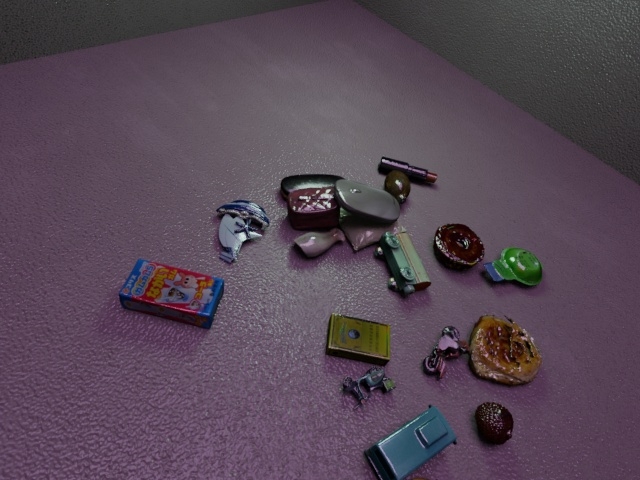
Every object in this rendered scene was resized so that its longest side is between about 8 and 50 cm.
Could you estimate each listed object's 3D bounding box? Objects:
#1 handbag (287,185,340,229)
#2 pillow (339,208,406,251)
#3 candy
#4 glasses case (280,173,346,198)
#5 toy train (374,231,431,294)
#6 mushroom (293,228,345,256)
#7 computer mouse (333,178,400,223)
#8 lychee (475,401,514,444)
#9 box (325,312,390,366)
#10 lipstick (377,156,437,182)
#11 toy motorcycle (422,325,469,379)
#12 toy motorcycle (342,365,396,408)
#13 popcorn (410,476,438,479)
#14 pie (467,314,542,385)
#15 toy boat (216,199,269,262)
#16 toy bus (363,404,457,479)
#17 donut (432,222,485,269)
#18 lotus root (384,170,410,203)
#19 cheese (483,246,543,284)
[{"bbox_3d":[-0.027,-0.138,1.790,0.225,0.135,0.146,-5,51,-1],"label":"handbag"},{"bbox_3d":[0.199,-0.102,1.883,0.274,0.076,0.281,-18,58,-24],"label":"pillow"},{"bbox_3d":[-0.499,0.179,1.455,0.305,0.100,0.157,14,50,-2],"label":"candy"},{"bbox_3d":[-0.022,-0.239,1.931,0.321,0.082,0.122,-3,54,-19],"label":"glasses case"},{"bbox_3d":[0.343,0.089,1.747,0.177,0.116,0.285,0,53,-29],"label":"toy train"},{"bbox_3d":[0.000,0.000,1.737,0.225,0.093,0.116,-18,37,-21],"label":"mushroom"},{"bbox_3d":[0.204,-0.171,1.785,0.330,0.095,0.197,10,44,-35],"label":"computer mouse"},{"bbox_3d":[0.566,0.590,1.393,0.123,0.123,0.129,5,23,-11],"label":"lychee"},{"bbox_3d":[0.133,0.348,1.509,0.220,0.064,0.141,12,50,-3],"label":"box"},{"bbox_3d":[0.435,-0.346,2.141,0.299,0.081,0.081,16,49,-1],"label":"lipstick"},{"bbox_3d":[0.457,0.406,1.535,0.118,0.084,0.212,37,60,14],"label":"toy motorcycle"},{"bbox_3d":[0.155,0.478,1.412,0.173,0.058,0.100,-13,62,-26],"label":"toy motorcycle"},{"bbox_3d":[0.299,0.740,1.183,0.167,0.148,0.152,26,71,20],"label":"popcorn"},{"bbox_3d":[0.689,0.407,1.592,0.308,0.085,0.308,8,50,-10],"label":"pie"},{"bbox_3d":[-0.306,-0.043,1.712,0.210,0.070,0.292,-5,57,-12],"label":"toy boat"},{"bbox_3d":[0.275,0.610,1.279,0.256,0.147,0.128,-20,61,-27],"label":"toy bus"},{"bbox_3d":[0.600,0.032,1.871,0.235,0.089,0.235,7,50,-8],"label":"donut"},{"bbox_3d":[0.365,-0.255,2.029,0.120,0.120,0.210,3,49,-13],"label":"lotus root"},{"bbox_3d":[0.849,0.116,1.873,0.320,0.083,0.204,-9,57,-24],"label":"cheese"}]
